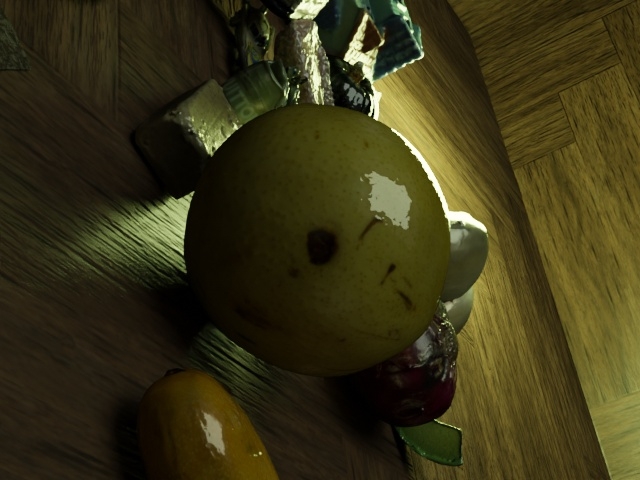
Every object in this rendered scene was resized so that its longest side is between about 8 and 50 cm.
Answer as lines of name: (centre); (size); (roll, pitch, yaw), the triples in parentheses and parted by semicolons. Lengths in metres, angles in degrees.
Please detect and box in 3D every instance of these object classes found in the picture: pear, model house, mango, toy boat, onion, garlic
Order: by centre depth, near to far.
mango: (-0.107, 0.253, 1.077); (0.157, 0.109, 0.262); (-61, 128, -77)
pear: (0.000, 0.000, 1.301); (0.348, 0.348, 0.348); (51, 24, -34)
onion: (0.119, 0.167, 1.616); (0.246, 0.190, 0.246); (-9, 90, -79)
toy boat: (-0.119, -0.338, 1.788); (0.084, 0.066, 0.210); (49, 26, -34)
garlic: (0.173, 0.057, 1.832); (0.249, 0.286, 0.313); (40, 25, 5)
model house: (0.084, -0.443, 2.185); (0.295, 0.252, 0.329); (12, 62, -66)

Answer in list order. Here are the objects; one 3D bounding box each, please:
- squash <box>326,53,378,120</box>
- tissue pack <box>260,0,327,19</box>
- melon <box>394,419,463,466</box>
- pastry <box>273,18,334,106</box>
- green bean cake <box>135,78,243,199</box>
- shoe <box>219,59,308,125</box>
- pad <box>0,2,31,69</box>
squash: (0.029, -0.261, 1.944); (0.193, 0.156, 0.193); (53, -2, 2)
tissue pack: (-0.124, -0.526, 1.834); (0.332, 0.123, 0.245); (46, 15, -1)
melon: (0.177, 0.279, 1.739); (0.064, 0.118, 0.209); (54, 30, -64)
pastry: (-0.027, -0.246, 1.808); (0.103, 0.112, 0.265); (-22, 97, -57)
green bean cake: (-0.169, -0.139, 1.404); (0.109, 0.085, 0.179); (61, 19, -14)
shoe: (-0.075, -0.213, 1.615); (0.109, 0.149, 0.293); (62, 15, 2)
pad: (-0.398, -0.246, 1.079); (0.158, 0.003, 0.235); (64, 20, -1)
